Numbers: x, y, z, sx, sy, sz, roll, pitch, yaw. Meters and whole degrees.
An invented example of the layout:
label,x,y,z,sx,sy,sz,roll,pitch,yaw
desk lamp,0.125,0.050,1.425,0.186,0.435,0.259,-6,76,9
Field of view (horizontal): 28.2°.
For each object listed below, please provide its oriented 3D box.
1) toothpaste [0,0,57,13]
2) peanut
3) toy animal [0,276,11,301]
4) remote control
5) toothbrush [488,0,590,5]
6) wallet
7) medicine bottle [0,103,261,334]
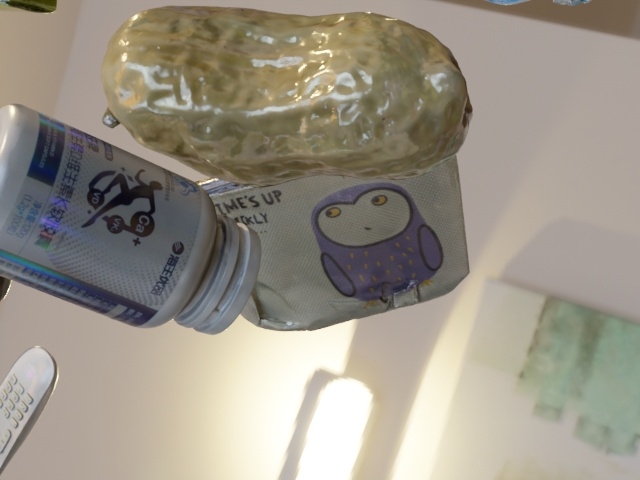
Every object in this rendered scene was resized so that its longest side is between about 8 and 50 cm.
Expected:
label,x,y,z,sx,sy,sz,roll,pitch,yaw
toothpaste,-0.269,-0.348,1.025,0.077,0.110,0.327,-14,-72,-73
peanut,-0.025,-0.112,1.015,0.159,0.291,0.143,50,-135,-74
toy animal,-0.357,-0.020,1.378,0.094,0.186,0.214,-98,12,-52
remote control,-0.387,0.233,1.587,0.044,0.073,0.229,13,-68,-53
toothbrush,0.108,-0.146,0.744,0.017,0.162,0.014,-22,-70,-17
wallet,-0.001,-0.003,1.342,0.275,0.335,0.068,60,-160,-45
medicine bottle,-0.140,-0.006,0.841,0.191,0.107,0.107,24,-96,-26
